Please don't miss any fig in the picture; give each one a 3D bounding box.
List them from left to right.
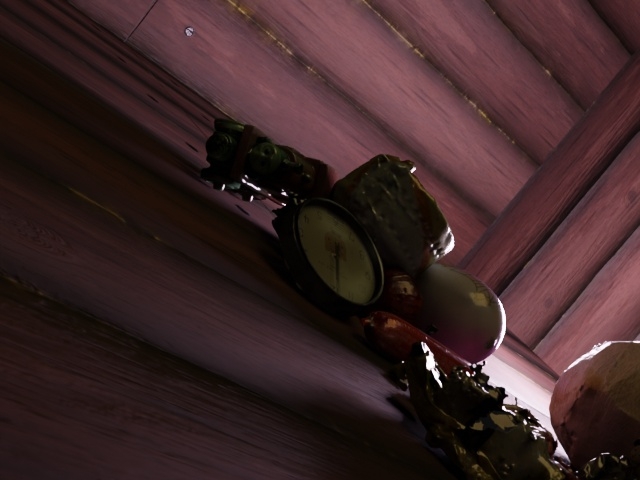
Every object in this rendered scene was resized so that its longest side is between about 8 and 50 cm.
[{"bbox_3d":[0.124,0.108,1.695,0.150,0.128,0.128,34,7,5],"label":"fig"}]

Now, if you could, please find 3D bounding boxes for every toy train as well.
[{"bbox_3d":[-0.106,-0.148,1.809,0.221,0.150,0.304,14,-4,22],"label":"toy train"}]

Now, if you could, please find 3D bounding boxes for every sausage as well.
[{"bbox_3d":[0.166,0.193,1.554,0.274,0.074,0.074,34,9,-34],"label":"sausage"}]

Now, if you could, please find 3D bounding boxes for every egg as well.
[{"bbox_3d":[0.270,0.148,1.853,0.196,0.196,0.271,34,14,-35],"label":"egg"}]

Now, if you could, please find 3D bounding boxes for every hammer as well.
[{"bbox_3d":[0.232,0.237,1.690,0.201,0.078,0.021,47,3,-37],"label":"hammer"}]

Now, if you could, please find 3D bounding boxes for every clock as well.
[{"bbox_3d":[0.023,0.026,1.561,0.226,0.049,0.226,32,39,-30],"label":"clock"}]

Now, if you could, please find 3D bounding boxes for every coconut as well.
[{"bbox_3d":[0.672,0.380,1.878,0.346,0.360,0.346,34,-34,27],"label":"coconut"}]

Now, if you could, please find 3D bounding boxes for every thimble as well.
[{"bbox_3d":[0.142,-0.048,1.797,0.254,0.167,0.288,50,-7,27],"label":"thimble"}]

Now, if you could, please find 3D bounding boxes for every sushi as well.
[{"bbox_3d":[0.216,0.256,1.212,0.291,0.131,0.139,49,9,16],"label":"sushi"}]

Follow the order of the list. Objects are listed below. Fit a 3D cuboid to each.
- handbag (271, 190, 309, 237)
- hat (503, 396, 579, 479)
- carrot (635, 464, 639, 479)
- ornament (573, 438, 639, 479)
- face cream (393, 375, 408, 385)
[{"bbox_3d":[0.000,0.000,1.764,0.162,0.113,0.260,53,11,30],"label":"handbag"},{"bbox_3d":[0.290,0.299,1.379,0.286,0.107,0.237,38,16,36],"label":"hat"},{"bbox_3d":[0.684,0.488,1.426,0.341,0.241,0.241,16,-12,48],"label":"carrot"},{"bbox_3d":[0.480,0.393,1.400,0.166,0.196,0.153,39,6,13],"label":"ornament"},{"bbox_3d":[0.140,0.222,1.448,0.038,0.020,0.115,42,9,14],"label":"face cream"}]
